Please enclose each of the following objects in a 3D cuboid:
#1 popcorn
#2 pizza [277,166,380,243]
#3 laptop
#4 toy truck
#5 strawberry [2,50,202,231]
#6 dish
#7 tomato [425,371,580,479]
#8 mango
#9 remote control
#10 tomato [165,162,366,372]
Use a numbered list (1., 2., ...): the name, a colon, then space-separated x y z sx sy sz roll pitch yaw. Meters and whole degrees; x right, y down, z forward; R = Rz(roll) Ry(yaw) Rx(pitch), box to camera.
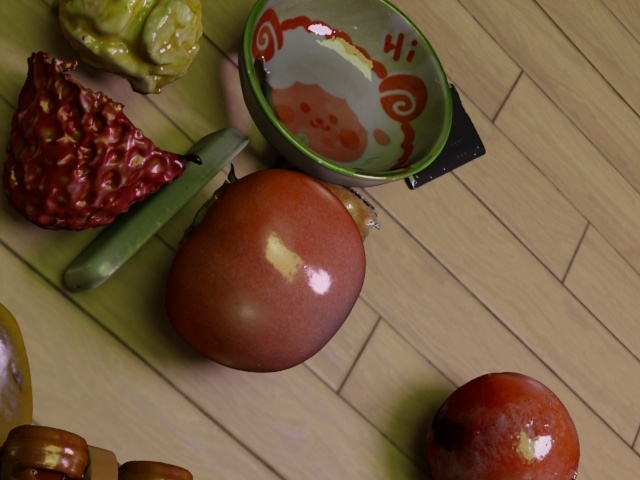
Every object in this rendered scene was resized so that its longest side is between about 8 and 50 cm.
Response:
1. popcorn: -0.237 -0.278 1.359 0.186 0.187 0.167 9 69 -15
2. pizza: 0.000 0.000 1.508 0.185 0.052 0.195 22 59 -28
3. laptop: 0.173 -0.164 1.707 0.180 0.016 0.129 -27 90 -36
4. toy truck: -0.255 0.318 1.128 0.288 0.212 0.204 22 62 -31
5. strawberry: -0.282 -0.093 1.290 0.234 0.234 0.178 37 87 -19
6. dish: 0.017 -0.202 1.545 0.324 0.124 0.324 13 60 -24
7. tomato: 0.241 0.278 1.485 0.184 0.208 0.208 44 55 -8
8. mango: -0.368 0.144 1.177 0.137 0.098 0.195 -40 108 -52
9. remote control: -0.200 -0.044 1.362 0.038 0.090 0.309 55 51 -19
10. tomato: -0.065 0.036 1.332 0.224 0.256 0.256 35 56 0
